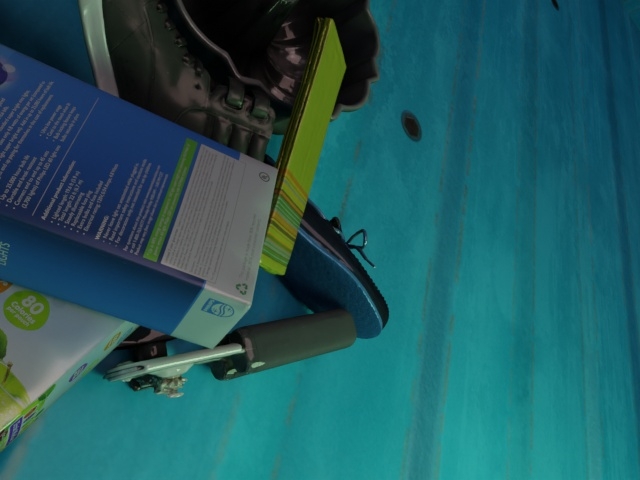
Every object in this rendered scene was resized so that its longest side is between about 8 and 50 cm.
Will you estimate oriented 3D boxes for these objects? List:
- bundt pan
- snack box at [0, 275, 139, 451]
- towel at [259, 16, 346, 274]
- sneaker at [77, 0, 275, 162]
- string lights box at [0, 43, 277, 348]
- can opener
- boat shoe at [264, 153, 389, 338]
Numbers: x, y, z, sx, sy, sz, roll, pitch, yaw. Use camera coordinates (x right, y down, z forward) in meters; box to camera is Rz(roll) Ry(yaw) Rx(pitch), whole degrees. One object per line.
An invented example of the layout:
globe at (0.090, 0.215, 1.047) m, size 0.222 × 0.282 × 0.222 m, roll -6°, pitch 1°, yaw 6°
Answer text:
bundt pan at (-0.084, -0.270, 0.662) m, size 0.331 × 0.124 × 0.330 m, roll 20°, pitch 61°, yaw -40°
snack box at (-0.228, 0.031, 0.401) m, size 0.174 × 0.070 × 0.207 m, roll 42°, pitch 44°, yaw -1°
towel at (-0.020, -0.084, 0.547) m, size 0.102 × 0.021 × 0.237 m, roll 50°, pitch 56°, yaw -76°
sneaker at (-0.119, -0.151, 0.492) m, size 0.147 × 0.104 × 0.295 m, roll -9°, pitch 113°, yaw -11°
string lights box at (-0.168, -0.036, 0.386) m, size 0.260 × 0.076 × 0.133 m, roll 23°, pitch 47°, yaw -18°
can opener at (-0.077, 0.093, 0.553) m, size 0.281 × 0.074 × 0.093 m, roll 2°, pitch 72°, yaw -44°
boat shoe at (0.000, 0.000, 0.649) m, size 0.258 × 0.109 × 0.089 m, roll 53°, pitch 41°, yaw -18°
